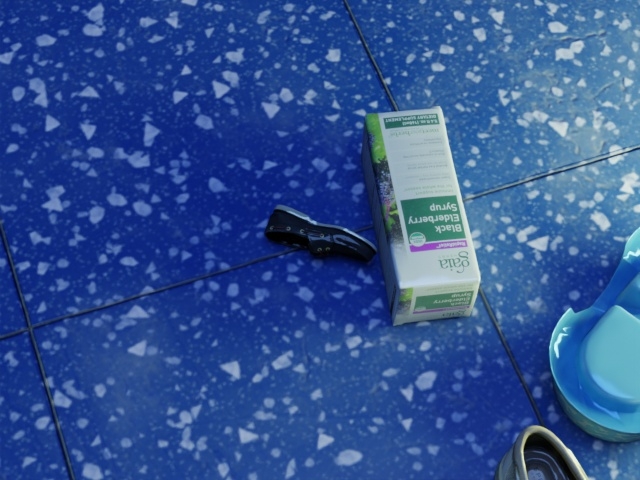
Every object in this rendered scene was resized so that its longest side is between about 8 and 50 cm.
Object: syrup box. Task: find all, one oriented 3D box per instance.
[{"bbox_3d":[0.111,-0.029,1.588,0.093,0.096,0.237,-6,60,-6],"label":"syrup box"}]

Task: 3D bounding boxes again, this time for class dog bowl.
[{"bbox_3d":[0.369,0.102,1.536,0.166,0.074,0.297,37,65,17],"label":"dog bowl"}]

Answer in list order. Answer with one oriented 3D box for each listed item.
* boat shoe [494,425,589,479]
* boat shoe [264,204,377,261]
[{"bbox_3d":[0.263,0.330,1.387,0.109,0.098,0.302,-16,62,-11],"label":"boat shoe"},{"bbox_3d":[0.000,0.001,1.596,0.133,0.049,0.042,20,67,11],"label":"boat shoe"}]
